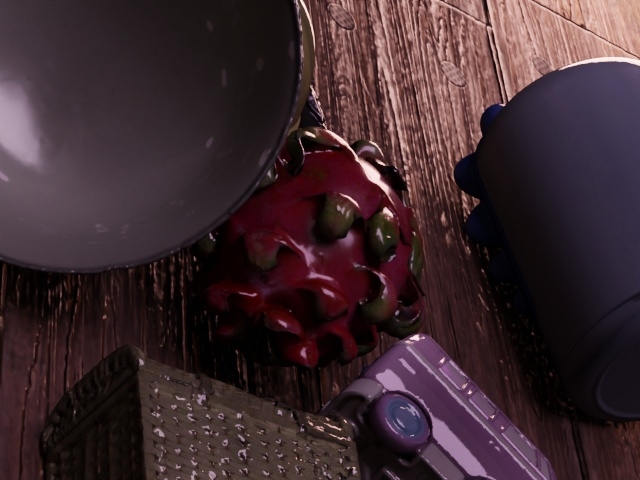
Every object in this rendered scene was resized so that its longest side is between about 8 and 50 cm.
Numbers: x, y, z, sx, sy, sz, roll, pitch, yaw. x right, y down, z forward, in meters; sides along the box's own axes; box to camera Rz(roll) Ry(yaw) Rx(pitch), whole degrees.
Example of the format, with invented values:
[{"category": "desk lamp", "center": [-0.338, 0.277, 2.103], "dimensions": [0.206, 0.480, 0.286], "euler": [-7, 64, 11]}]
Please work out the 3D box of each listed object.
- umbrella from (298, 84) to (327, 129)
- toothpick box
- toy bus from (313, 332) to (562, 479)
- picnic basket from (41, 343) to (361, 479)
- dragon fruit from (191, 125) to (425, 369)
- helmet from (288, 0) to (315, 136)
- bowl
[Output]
[{"category": "umbrella", "center": [-0.047, -0.193, 1.834], "dimensions": [0.053, 0.052, 0.250], "euler": [-17, 59, -3]}, {"category": "toothpick box", "center": [0.281, -0.020, 1.856], "dimensions": [0.263, 0.263, 0.355], "euler": [11, 46, -39]}, {"category": "toy bus", "center": [0.087, 0.191, 1.498], "dimensions": [0.202, 0.142, 0.142], "euler": [47, 35, 4]}, {"category": "picnic basket", "center": [-0.084, 0.175, 1.346], "dimensions": [0.196, 0.134, 0.154], "euler": [22, 44, -30]}, {"category": "dragon fruit", "center": [-0.005, 0.008, 1.571], "dimensions": [0.218, 0.198, 0.273], "euler": [23, 6, 18]}, {"category": "helmet", "center": [-0.093, -0.200, 1.689], "dimensions": [0.257, 0.137, 0.204], "euler": [45, 31, 15]}, {"category": "bowl", "center": [-0.182, -0.128, 1.490], "dimensions": [0.337, 0.337, 0.157], "euler": [49, -7, 6]}]
